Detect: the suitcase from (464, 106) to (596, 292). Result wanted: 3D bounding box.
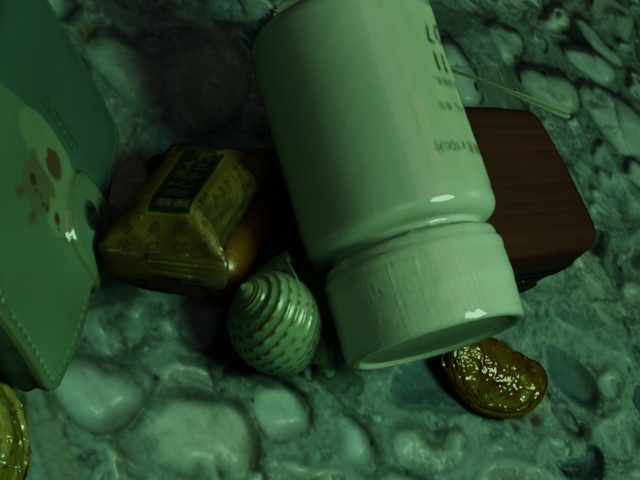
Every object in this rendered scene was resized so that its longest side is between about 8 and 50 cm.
[{"bbox_3d":[0.183,-0.045,1.508,0.297,0.161,0.236,-4,64,-45],"label":"suitcase"}]

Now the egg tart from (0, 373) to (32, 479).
[{"bbox_3d":[-0.313,0.161,0.991,0.191,0.074,0.191,23,50,-30],"label":"egg tart"}]

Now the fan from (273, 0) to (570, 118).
[{"bbox_3d":[0.136,-0.242,1.594,0.414,0.012,0.233,19,33,1],"label":"fan"}]

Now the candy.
[{"bbox_3d":[-0.133,-0.037,1.232,0.143,0.101,0.271,6,30,7],"label":"candy"}]

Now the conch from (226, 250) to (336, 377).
[{"bbox_3d":[-0.042,0.079,1.263,0.153,0.102,0.135,70,23,-55],"label":"conch"}]

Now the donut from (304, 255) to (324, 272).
[{"bbox_3d":[0.000,0.000,1.409,0.067,0.038,0.083,-14,66,-44],"label":"donut"}]

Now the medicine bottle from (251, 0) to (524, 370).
[{"bbox_3d":[0.069,-0.065,1.280,0.211,0.211,0.372,-4,72,-43],"label":"medicine bottle"}]

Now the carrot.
[{"bbox_3d":[-0.079,-0.017,1.330,0.067,0.067,0.225,43,42,-9],"label":"carrot"}]

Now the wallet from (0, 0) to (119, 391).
[{"bbox_3d":[-0.266,-0.054,1.105,0.252,0.083,0.360,63,22,-47],"label":"wallet"}]

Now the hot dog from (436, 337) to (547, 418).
[{"bbox_3d":[0.201,0.154,1.454,0.147,0.065,0.099,27,46,-9],"label":"hot dog"}]
